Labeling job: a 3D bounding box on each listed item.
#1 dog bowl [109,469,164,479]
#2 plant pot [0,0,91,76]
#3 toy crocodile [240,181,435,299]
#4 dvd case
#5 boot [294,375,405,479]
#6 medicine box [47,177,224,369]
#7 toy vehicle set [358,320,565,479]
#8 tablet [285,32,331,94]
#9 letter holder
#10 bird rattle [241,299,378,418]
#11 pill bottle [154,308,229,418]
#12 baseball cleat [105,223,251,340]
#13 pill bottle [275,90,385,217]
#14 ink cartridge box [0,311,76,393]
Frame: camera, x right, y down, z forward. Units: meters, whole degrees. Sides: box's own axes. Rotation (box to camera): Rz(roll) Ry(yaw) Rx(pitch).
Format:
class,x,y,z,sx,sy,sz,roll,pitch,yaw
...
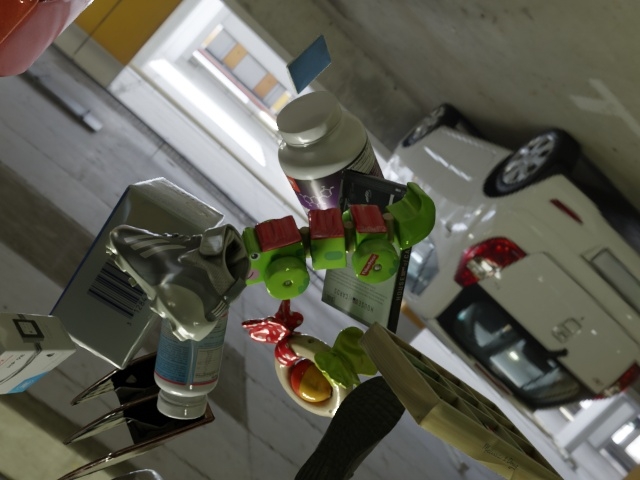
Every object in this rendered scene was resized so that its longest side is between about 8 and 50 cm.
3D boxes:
class,x,y,z,sx,sy,sz,roll,pitch,yaw
dog bowl,-0.447,0.590,1.372,0.102,0.348,0.348,55,-169,22
plant pot,-0.551,-0.423,1.113,0.267,0.267,0.236,44,-163,-25
toy crocodile,0.000,0.000,0.978,0.115,0.340,0.105,-106,6,-49
dvd case,0.079,0.015,1.124,0.029,0.239,0.179,0,-165,-36
boot,0.036,0.325,1.076,0.083,0.246,0.161,39,160,14
medicine box,-0.308,0.042,1.194,0.149,0.264,0.289,32,-175,-7
toy vehicle set,0.174,0.210,0.832,0.266,0.035,0.166,36,-173,-31
tablet,-0.016,-0.257,0.993,0.006,0.083,0.054,26,154,35
letter holder,-0.376,0.325,1.243,0.214,0.301,0.152,-12,-106,-44
bird rattle,-0.024,0.226,1.219,0.253,0.207,0.143,13,-148,23
pill bottle,-0.176,0.152,0.916,0.087,0.160,0.087,11,-170,-2
baseball cleat,-0.130,0.019,0.644,0.206,0.109,0.072,37,164,47
pill bottle,0.029,-0.131,1.369,0.181,0.181,0.323,52,172,49
ink cartridge box,-0.407,0.143,0.853,0.060,0.104,0.180,55,-173,15
